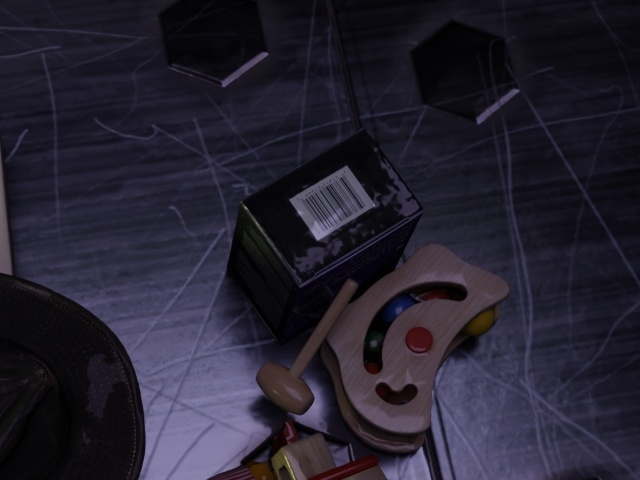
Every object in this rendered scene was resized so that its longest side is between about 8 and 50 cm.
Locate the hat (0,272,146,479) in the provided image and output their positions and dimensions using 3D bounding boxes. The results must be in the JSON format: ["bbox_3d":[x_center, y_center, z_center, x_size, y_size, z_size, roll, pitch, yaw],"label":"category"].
[{"bbox_3d":[-0.310,0.152,1.403,0.331,0.134,0.331,4,68,-11],"label":"hat"}]

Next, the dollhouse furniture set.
[{"bbox_3d":[-0.072,0.252,1.473,0.201,0.374,0.152,-21,78,-15],"label":"dollhouse furniture set"}]

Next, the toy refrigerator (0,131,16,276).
[{"bbox_3d":[-0.362,0.011,1.670,0.094,0.102,0.270,-6,71,-8],"label":"toy refrigerator"}]

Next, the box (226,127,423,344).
[{"bbox_3d":[0.000,0.000,1.659,0.153,0.207,0.108,-32,77,-15],"label":"box"}]

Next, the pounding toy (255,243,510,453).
[{"bbox_3d":[0.083,0.113,1.654,0.269,0.155,0.154,-37,73,-17],"label":"pounding toy"}]
